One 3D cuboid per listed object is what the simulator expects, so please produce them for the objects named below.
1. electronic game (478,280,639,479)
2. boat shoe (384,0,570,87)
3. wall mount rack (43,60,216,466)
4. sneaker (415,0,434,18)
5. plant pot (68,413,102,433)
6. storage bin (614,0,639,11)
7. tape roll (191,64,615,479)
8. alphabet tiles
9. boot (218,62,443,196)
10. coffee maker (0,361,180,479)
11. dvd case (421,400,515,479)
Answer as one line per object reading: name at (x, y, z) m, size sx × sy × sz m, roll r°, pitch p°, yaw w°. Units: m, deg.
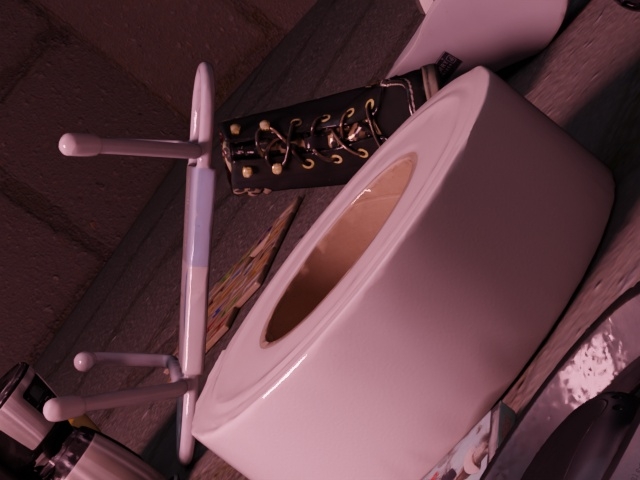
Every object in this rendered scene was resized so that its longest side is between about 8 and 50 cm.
electronic game at (0.103, 0.101, 0.704) m, size 0.229 × 0.048 × 0.229 m, roll -57°, pitch 3°, yaw 4°
boat shoe at (0.138, -0.185, 1.546) m, size 0.088 × 0.096 × 0.267 m, roll -63°, pitch 5°, yaw -32°
wall mount rack at (-0.154, 0.022, 1.514) m, size 0.304 × 0.131 × 0.350 m, roll -151°, pitch 63°, yaw -83°
sneaker at (0.194, -0.279, 1.699) m, size 0.124 × 0.107 × 0.283 m, roll -10°, pitch 25°, yaw 31°
plant pot at (-0.227, 0.235, 1.674) m, size 0.134 × 0.095 × 0.134 m, roll -49°, pitch 10°, yaw 11°
storage bin at (0.235, -0.257, 1.221) m, size 0.180 × 0.122 × 0.084 m, roll -45°, pitch 11°, yaw 38°
tape roll at (0.046, 0.035, 1.095) m, size 0.286 × 0.100 × 0.286 m, roll -50°, pitch 10°, yaw 12°
alphabet tiles at (-0.106, 0.069, 2.011) m, size 0.198 × 0.009 × 0.237 m, roll -46°, pitch 10°, yaw 30°
boot at (0.011, -0.082, 1.487) m, size 0.179 × 0.085 × 0.236 m, roll -10°, pitch -1°, yaw -6°
coffee maker at (-0.236, 0.216, 1.528) m, size 0.171 × 0.178 × 0.120 m, roll -52°, pitch 8°, yaw -1°
dvd case at (0.054, 0.141, 0.908) m, size 0.119 × 0.013 × 0.087 m, roll -47°, pitch 10°, yaw 23°
